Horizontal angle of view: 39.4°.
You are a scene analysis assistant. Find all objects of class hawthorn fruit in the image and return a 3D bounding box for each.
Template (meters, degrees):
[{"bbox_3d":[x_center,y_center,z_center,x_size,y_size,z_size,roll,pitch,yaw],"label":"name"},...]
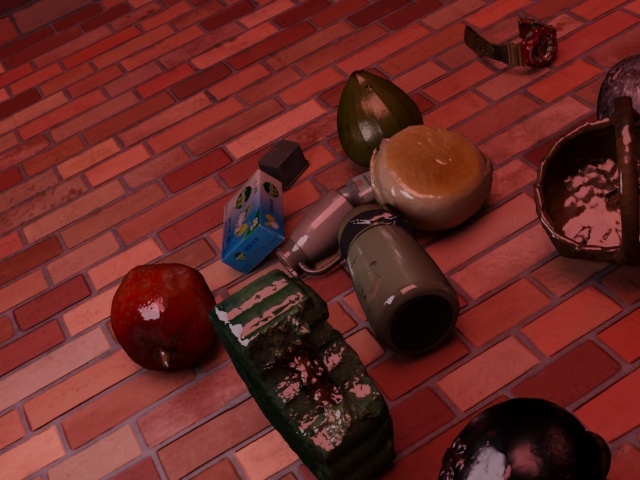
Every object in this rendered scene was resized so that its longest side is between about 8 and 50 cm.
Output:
[{"bbox_3d":[-0.310,0.162,1.769,0.215,0.215,0.250,-15,46,4],"label":"hawthorn fruit"}]

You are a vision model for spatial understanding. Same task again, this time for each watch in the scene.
[{"bbox_3d":[0.495,-0.520,2.303,0.164,0.102,0.268,-19,31,-10],"label":"watch"}]

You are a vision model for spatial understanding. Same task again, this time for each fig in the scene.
[{"bbox_3d":[0.127,-0.289,2.081,0.203,0.225,0.203,-24,16,7],"label":"fig"}]

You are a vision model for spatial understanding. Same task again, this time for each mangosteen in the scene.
[{"bbox_3d":[0.306,0.372,1.289,0.233,0.287,0.288,-28,32,36],"label":"mangosteen"}]

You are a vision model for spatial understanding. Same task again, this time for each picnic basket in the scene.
[{"bbox_3d":[0.550,-0.106,1.606,0.337,0.337,0.293,-2,75,18],"label":"picnic basket"}]

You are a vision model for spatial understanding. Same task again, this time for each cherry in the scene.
[{"bbox_3d":[0.702,-0.272,1.847,0.255,0.218,0.296,6,60,21],"label":"cherry"}]

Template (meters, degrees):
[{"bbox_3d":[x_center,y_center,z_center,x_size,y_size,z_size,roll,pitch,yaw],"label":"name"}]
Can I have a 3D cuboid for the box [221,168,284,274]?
[{"bbox_3d":[-0.150,-0.042,1.977,0.139,0.073,0.194,-43,31,29],"label":"box"}]

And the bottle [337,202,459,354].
[{"bbox_3d":[0.135,0.056,1.741,0.168,0.168,0.347,-22,38,-3],"label":"bottle"}]

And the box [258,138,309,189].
[{"bbox_3d":[-0.093,-0.186,2.163,0.084,0.069,0.122,14,51,34],"label":"box"}]

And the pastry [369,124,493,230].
[{"bbox_3d":[0.235,-0.134,1.903,0.264,0.133,0.265,-2,55,3],"label":"pastry"}]

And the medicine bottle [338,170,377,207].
[{"bbox_3d":[0.106,-0.115,2.019,0.208,0.054,0.090,-23,44,-6],"label":"medicine bottle"}]

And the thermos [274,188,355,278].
[{"bbox_3d":[0.000,0.000,1.907,0.193,0.105,0.137,-42,65,-10],"label":"thermos"}]

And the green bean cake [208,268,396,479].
[{"bbox_3d":[-0.019,0.232,1.498,0.169,0.300,0.308,-33,42,-15],"label":"green bean cake"}]
